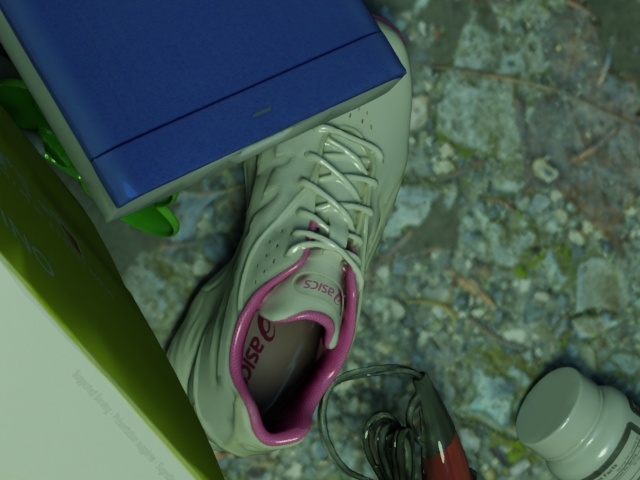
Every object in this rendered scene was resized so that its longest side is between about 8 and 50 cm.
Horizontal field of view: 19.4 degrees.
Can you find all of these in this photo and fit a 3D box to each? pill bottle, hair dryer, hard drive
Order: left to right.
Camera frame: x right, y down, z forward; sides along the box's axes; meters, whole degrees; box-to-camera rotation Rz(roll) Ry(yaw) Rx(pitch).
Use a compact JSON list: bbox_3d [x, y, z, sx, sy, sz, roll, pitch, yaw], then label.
[{"bbox_3d":[-0.114,-0.190,1.094,0.210,0.040,0.318,-27,82,-30],"label":"hard drive"},{"bbox_3d":[0.104,0.216,1.270,0.293,0.080,0.223,14,107,-28],"label":"hair dryer"},{"bbox_3d":[0.210,0.152,1.333,0.137,0.078,0.078,36,84,-21],"label":"pill bottle"}]

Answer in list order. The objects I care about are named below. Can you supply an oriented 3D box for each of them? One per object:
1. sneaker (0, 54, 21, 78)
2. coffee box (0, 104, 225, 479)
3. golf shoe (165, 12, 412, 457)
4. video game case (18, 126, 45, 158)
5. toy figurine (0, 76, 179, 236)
[{"bbox_3d":[-0.255,-0.087,1.124,0.161,0.075,0.057,-1,98,-21],"label":"sneaker"},{"bbox_3d":[-0.289,0.044,0.863,0.334,0.338,0.337,-36,126,0],"label":"coffee box"},{"bbox_3d":[0.000,0.000,1.201,0.115,0.140,0.306,19,89,-21],"label":"golf shoe"},{"bbox_3d":[-0.340,0.068,1.085,0.300,0.036,0.329,8,111,-22],"label":"video game case"},{"bbox_3d":[-0.100,-0.110,1.168,0.159,0.130,0.173,-60,149,-18],"label":"toy figurine"}]
